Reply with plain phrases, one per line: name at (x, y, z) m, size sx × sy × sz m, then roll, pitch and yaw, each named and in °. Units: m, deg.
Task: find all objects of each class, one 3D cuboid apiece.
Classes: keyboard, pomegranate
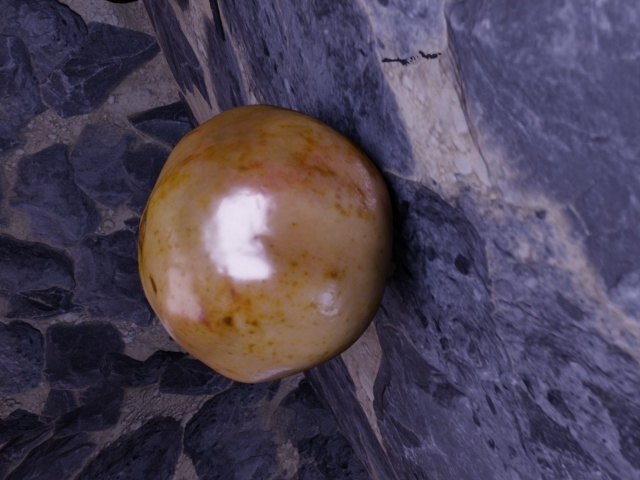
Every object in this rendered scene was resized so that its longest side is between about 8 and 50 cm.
keyboard at (-0.261, -0.571, 1.199) m, size 0.053 × 0.010 × 0.155 m, roll 58°, pitch 164°, yaw 33°
pomegranate at (-0.062, 0.010, 0.735) m, size 0.411 × 0.411 × 0.411 m, roll 58°, pitch 164°, yaw 28°

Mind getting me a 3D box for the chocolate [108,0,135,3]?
chocolate at (-0.516, -0.773, 1.207) m, size 0.331 × 0.384 × 0.383 m, roll 56°, pitch 169°, yaw -19°
